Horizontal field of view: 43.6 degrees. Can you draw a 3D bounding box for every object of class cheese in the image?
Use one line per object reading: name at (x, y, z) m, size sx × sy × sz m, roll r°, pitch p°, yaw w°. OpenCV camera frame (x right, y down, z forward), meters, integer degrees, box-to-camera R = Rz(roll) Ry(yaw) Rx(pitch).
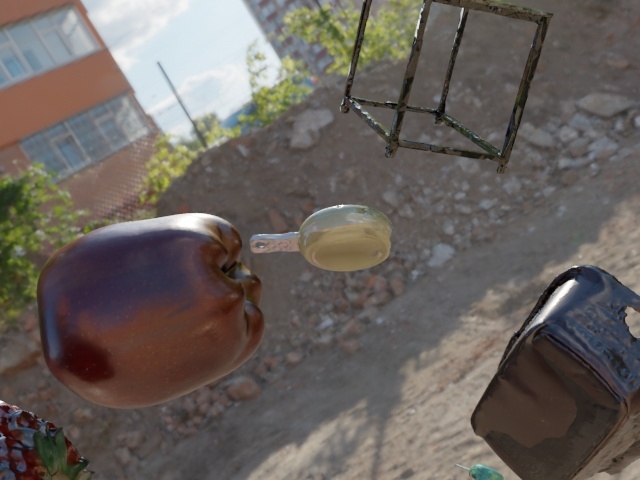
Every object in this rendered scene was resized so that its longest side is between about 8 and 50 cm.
cheese at (0.000, 0.000, 1.292) m, size 0.227 × 0.137 × 0.064 m, roll -2°, pitch 54°, yaw -1°

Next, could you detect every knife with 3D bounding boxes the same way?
knife at (0.294, 0.433, 1.481) m, size 0.035 × 0.063 × 0.260 m, roll -62°, pitch -7°, yaw -11°

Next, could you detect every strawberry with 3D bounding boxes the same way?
strawberry at (-0.446, 0.310, 0.978) m, size 0.288 × 0.250 × 0.238 m, roll -4°, pitch 16°, yaw 8°

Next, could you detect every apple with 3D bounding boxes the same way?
apple at (-0.250, 0.100, 1.179) m, size 0.317 × 0.288 × 0.288 m, roll -17°, pitch 10°, yaw 6°

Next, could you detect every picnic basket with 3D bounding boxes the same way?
picnic basket at (0.306, 0.195, 0.990) m, size 0.129 × 0.222 × 0.297 m, roll -30°, pitch -29°, yaw -35°

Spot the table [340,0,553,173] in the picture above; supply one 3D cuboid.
table at (0.201, -0.306, 1.418) m, size 0.222 × 0.272 × 0.335 m, roll 6°, pitch 21°, yaw -15°
